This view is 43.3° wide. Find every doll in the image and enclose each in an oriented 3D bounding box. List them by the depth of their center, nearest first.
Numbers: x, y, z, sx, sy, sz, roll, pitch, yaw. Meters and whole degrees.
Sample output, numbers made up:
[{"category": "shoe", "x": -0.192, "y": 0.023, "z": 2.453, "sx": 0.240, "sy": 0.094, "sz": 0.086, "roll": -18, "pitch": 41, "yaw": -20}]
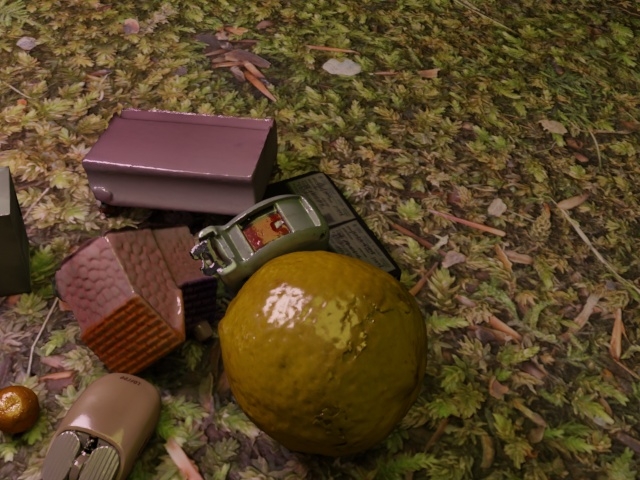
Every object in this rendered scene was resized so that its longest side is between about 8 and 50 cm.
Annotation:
[{"category": "doll", "x": -0.445, "y": -0.086, "z": 1.747, "sx": 0.085, "sy": 0.040, "sz": 0.058, "roll": -23, "pitch": 45, "yaw": -24}]

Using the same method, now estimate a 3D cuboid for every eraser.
[{"category": "eraser", "x": -0.291, "y": -0.175, "z": 1.741, "sx": 0.359, "sy": 0.122, "sz": 0.272, "roll": 4, "pitch": 37, "yaw": 6}]

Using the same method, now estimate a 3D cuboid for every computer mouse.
[{"category": "computer mouse", "x": -0.365, "y": 0.324, "z": 1.364, "sx": 0.145, "sy": 0.082, "sz": 0.236, "roll": 20, "pitch": 48, "yaw": 10}]

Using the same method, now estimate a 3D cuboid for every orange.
[{"category": "orange", "x": -0.525, "y": 0.289, "z": 1.382, "sx": 0.083, "sy": 0.070, "sz": 0.083, "roll": 5, "pitch": 60, "yaw": -9}]

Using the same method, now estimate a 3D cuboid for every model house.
[{"category": "model house", "x": -0.329, "y": 0.117, "z": 1.498, "sx": 0.237, "sy": 0.202, "sz": 0.237, "roll": -7, "pitch": 66, "yaw": -61}]

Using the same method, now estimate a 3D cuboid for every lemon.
[{"category": "lemon", "x": -0.002, "y": 0.183, "z": 1.360, "sx": 0.387, "sy": 0.350, "sz": 0.350, "roll": 10, "pitch": 44, "yaw": 33}]

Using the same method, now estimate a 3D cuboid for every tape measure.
[{"category": "tape measure", "x": -0.098, "y": 0.025, "z": 1.503, "sx": 0.246, "sy": 0.243, "sz": 0.125, "roll": -29, "pitch": 71, "yaw": -6}]

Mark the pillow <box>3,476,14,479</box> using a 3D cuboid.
[{"category": "pillow", "x": -0.521, "y": 0.506, "z": 1.187, "sx": 0.185, "sy": 0.075, "sz": 0.302, "roll": 30, "pitch": 51, "yaw": 21}]

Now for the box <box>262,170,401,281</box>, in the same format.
[{"category": "box", "x": 0.000, "y": 0.000, "z": 1.713, "sx": 0.211, "sy": 0.058, "sz": 0.350, "roll": -19, "pitch": 53, "yaw": -23}]

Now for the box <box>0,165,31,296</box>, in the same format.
[{"category": "box", "x": -0.613, "y": -0.013, "z": 1.535, "sx": 0.086, "sy": 0.225, "sz": 0.129, "roll": -8, "pitch": 50, "yaw": -13}]
